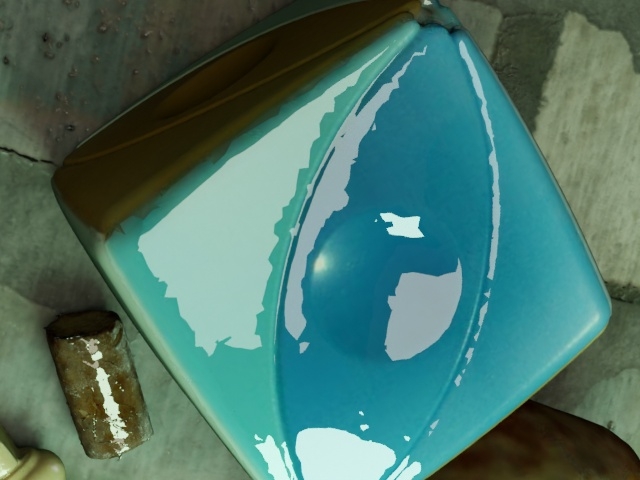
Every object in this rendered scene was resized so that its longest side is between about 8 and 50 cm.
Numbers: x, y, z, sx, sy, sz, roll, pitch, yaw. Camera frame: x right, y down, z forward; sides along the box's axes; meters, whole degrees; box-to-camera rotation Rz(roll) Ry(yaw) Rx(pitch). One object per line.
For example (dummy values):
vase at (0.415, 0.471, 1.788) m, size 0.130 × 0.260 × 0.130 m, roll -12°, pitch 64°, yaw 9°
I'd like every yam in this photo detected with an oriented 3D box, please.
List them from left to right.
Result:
yam at (-0.213, 0.139, 1.278) m, size 0.079 × 0.079 × 0.141 m, roll -17°, pitch 108°, yaw -13°

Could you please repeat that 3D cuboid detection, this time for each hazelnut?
hazelnut at (0.141, 0.298, 1.280) m, size 0.366 × 0.366 × 0.365 m, roll -4°, pitch 103°, yaw -16°

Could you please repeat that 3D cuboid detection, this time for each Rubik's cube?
Rubik's cube at (0.000, 0.000, 1.167) m, size 0.352 × 0.347 × 0.351 m, roll -38°, pitch 110°, yaw -7°

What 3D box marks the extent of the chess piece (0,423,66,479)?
chess piece at (-0.239, 0.323, 1.295) m, size 0.117 × 0.117 × 0.397 m, roll -33°, pitch 108°, yaw -8°
